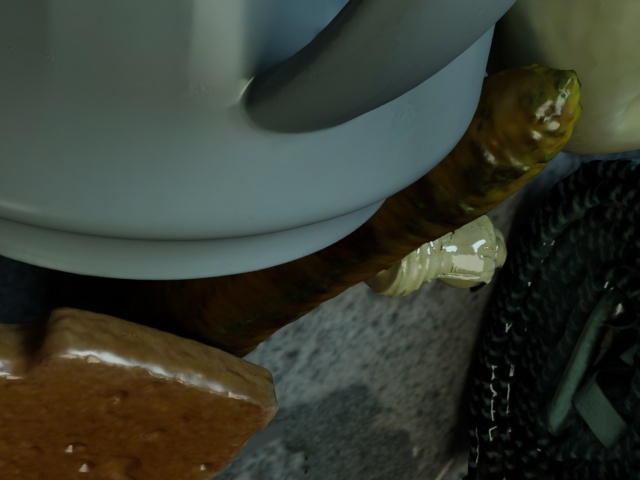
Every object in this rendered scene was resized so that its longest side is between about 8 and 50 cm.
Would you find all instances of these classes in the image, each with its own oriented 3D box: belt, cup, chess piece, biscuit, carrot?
[{"bbox_3d":[0.214,0.082,0.822,0.160,0.207,0.295,-9,130,-27],"label":"belt"},{"bbox_3d":[-0.024,-0.152,0.383,0.236,0.323,0.327,-11,128,-28],"label":"cup"},{"bbox_3d":[0.035,0.006,0.745,0.172,0.060,0.060,0,124,-36],"label":"chess piece"},{"bbox_3d":[-0.170,0.103,0.641,0.306,0.043,0.284,-14,140,-3],"label":"biscuit"},{"bbox_3d":[0.000,0.000,0.591,0.066,0.066,0.314,1,161,-36],"label":"carrot"}]

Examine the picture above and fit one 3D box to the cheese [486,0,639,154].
[{"bbox_3d":[0.111,-0.147,0.571,0.117,0.235,0.218,-15,111,4],"label":"cheese"}]
